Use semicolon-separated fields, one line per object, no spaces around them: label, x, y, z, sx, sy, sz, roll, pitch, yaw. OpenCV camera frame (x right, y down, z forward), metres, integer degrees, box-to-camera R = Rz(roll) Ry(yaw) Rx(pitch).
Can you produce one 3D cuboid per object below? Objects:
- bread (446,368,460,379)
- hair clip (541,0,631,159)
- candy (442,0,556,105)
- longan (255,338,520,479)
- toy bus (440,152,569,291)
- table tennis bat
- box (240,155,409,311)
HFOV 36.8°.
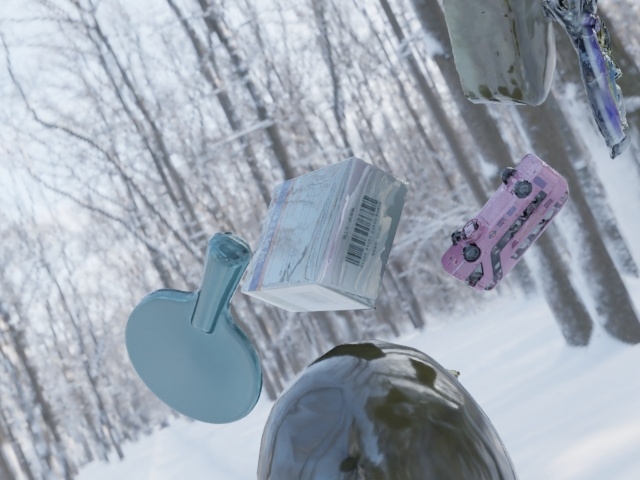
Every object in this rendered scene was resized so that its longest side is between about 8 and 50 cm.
bread;0.155;0.294;1.567;0.103;0.172;0.132;18;21;39
hair clip;0.265;-0.159;0.935;0.049;0.172;0.116;-15;4;30
candy;0.203;-0.264;1.109;0.104;0.234;0.102;10;49;36
longan;0.088;0.332;1.251;0.336;0.404;0.404;-26;-7;24
toy bus;0.260;-0.022;1.349;0.203;0.090;0.063;-51;26;14
table tennis bat;-0.113;0.087;0.914;0.040;0.153;0.244;-49;-14;-49
box;0.000;0.000;1.504;0.106;0.200;0.299;23;-14;-23
